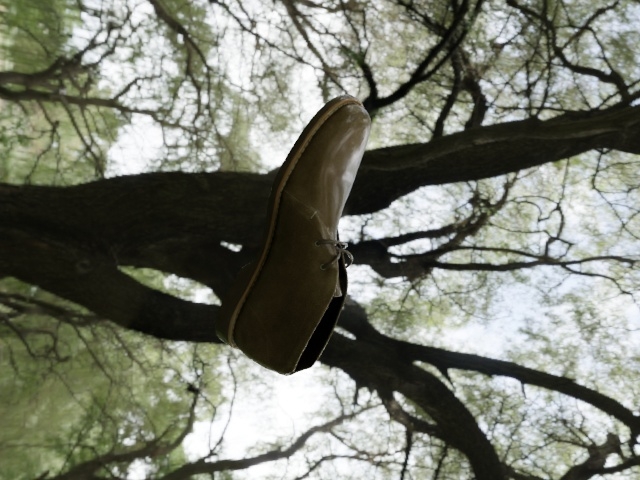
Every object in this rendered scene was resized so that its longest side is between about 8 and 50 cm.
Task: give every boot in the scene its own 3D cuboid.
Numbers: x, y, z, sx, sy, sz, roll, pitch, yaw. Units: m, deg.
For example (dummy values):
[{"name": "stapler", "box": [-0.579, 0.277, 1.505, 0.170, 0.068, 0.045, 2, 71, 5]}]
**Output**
[{"name": "boot", "box": [0.000, 0.000, 0.630, 0.115, 0.112, 0.306, 29, -79, 33]}]
